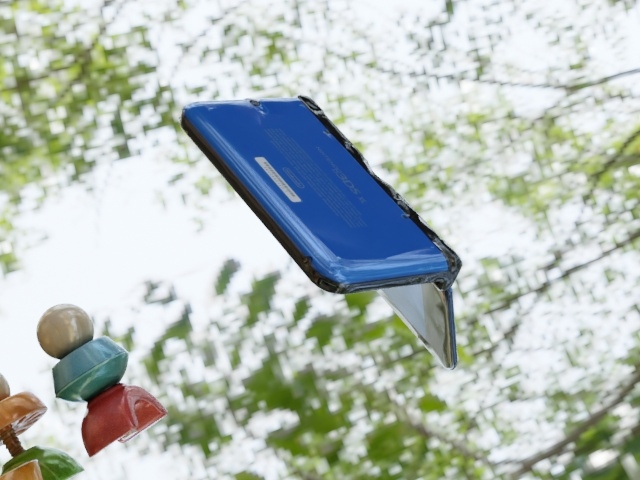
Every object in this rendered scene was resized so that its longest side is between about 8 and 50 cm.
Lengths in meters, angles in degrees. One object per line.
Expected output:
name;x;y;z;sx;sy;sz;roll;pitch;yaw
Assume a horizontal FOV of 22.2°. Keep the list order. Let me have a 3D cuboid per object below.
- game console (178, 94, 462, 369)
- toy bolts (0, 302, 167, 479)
game console;0.000;0.000;1.671;0.293;0.250;0.173;48;-51;35
toy bolts;-0.300;0.173;1.670;0.228;0.218;0.158;-34;-97;14
